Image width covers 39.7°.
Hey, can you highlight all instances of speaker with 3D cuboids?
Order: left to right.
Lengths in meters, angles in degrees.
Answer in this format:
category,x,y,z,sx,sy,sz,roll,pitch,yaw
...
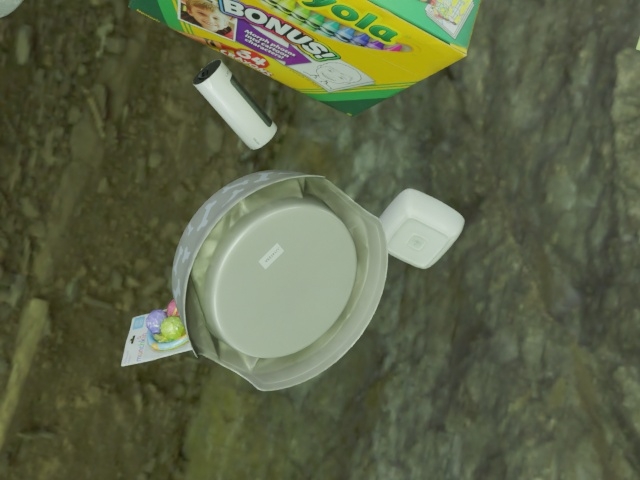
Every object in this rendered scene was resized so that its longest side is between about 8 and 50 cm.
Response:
category,x,y,z,sx,sy,sz,roll,pitch,yaw
speaker,-0.125,-0.199,1.299,0.136,0.055,0.055,49,41,-29

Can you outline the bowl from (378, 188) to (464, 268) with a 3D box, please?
category,x,y,z,sx,sy,sz,roll,pitch,yaw
bowl,0.178,-0.011,1.626,0.142,0.142,0.053,-52,-162,37

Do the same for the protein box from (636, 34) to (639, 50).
category,x,y,z,sx,sy,sz,roll,pitch,yaw
protein box,0.554,-0.290,1.186,0.201,0.199,0.136,-17,125,-62

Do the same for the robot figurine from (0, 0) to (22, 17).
category,x,y,z,sx,sy,sz,roll,pitch,yaw
robot figurine,-0.566,-0.433,1.301,0.353,0.299,0.200,-16,113,-58

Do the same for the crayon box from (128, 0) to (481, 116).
category,x,y,z,sx,sy,sz,roll,pitch,yaw
crayon box,-0.031,-0.308,1.127,0.313,0.362,0.106,-13,-124,66

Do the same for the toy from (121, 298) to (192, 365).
category,x,y,z,sx,sy,sz,roll,pitch,yaw
toy,-0.259,0.146,1.650,0.137,0.237,0.056,-90,166,-55

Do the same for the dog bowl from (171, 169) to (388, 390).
category,x,y,z,sx,sy,sz,roll,pitch,yaw
dog bowl,-0.067,0.051,1.344,0.102,0.348,0.349,33,-62,51
